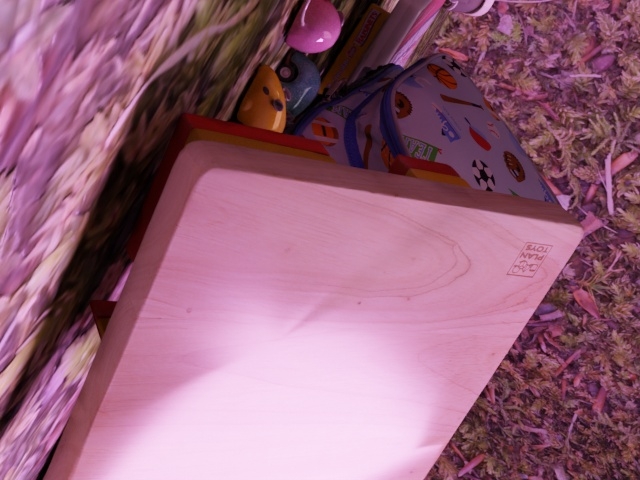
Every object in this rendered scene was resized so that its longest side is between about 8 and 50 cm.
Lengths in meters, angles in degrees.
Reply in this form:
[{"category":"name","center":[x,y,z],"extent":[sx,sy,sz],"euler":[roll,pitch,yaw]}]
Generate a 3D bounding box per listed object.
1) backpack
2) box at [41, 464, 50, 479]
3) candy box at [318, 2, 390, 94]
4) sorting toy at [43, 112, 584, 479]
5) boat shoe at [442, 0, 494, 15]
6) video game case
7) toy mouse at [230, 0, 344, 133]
[{"category":"backpack","center":[0.056,-0.009,0.789],"extent":[0.213,0.276,0.263],"euler":[-41,178,44]},{"category":"box","center":[-0.108,0.298,0.807],"extent":[0.296,0.294,0.183],"euler":[-60,176,15]},{"category":"candy box","center":[0.041,-0.191,1.054],"extent":[0.105,0.027,0.206],"euler":[-55,179,6]},{"category":"sorting toy","center":[-0.018,0.056,0.577],"extent":[0.089,0.257,0.255],"euler":[54,-53,43]},{"category":"boat shoe","center":[0.176,-0.349,1.177],"extent":[0.305,0.091,0.109],"euler":[123,-39,-83]},{"category":"video game case","center":[0.052,-0.162,1.019],"extent":[0.285,0.025,0.204],"euler":[-55,178,37]},{"category":"toy mouse","center":[-0.013,-0.120,0.673],"extent":[0.161,0.031,0.143],"euler":[-61,178,42]}]
